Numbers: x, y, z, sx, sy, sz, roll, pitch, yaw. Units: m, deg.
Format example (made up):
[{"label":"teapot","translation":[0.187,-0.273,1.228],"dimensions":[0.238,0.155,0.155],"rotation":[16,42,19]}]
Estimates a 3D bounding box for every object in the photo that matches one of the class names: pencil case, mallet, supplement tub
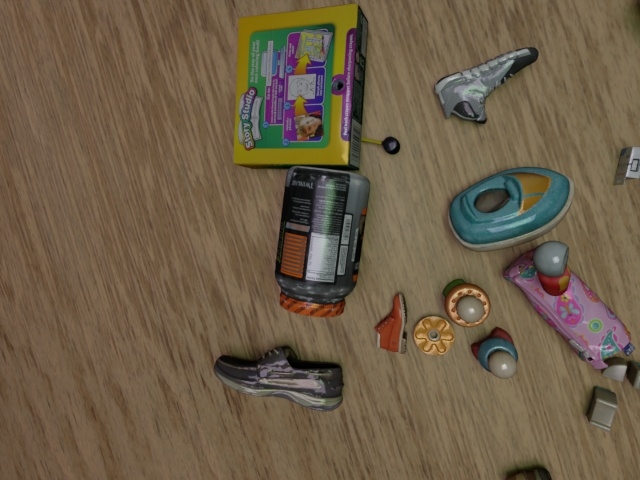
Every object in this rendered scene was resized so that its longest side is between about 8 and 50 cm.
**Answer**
[{"label":"pencil case","translation":[0.555,0.146,0.916],"dimensions":[0.124,0.124,0.284],"rotation":[-42,84,12]},{"label":"mallet","translation":[0.114,-0.256,1.033],"dimensions":[0.189,0.062,0.039],"rotation":[18,99,26]},{"label":"supplement tub","translation":[0.000,0.000,0.985],"dimensions":[0.206,0.207,0.339],"rotation":[9,97,12]}]

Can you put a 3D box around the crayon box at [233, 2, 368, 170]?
[{"label":"crayon box","translation":[-0.054,-0.363,1.005],"dimensions":[0.312,0.106,0.364],"rotation":[5,94,21]}]

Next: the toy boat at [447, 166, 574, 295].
[{"label":"toy boat","translation":[0.427,-0.038,0.853],"dimensions":[0.267,0.148,0.319],"rotation":[-26,47,15]}]

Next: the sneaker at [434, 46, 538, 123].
[{"label":"sneaker","translation":[0.393,-0.345,0.942],"dimensions":[0.228,0.086,0.132],"rotation":[-15,96,23]}]

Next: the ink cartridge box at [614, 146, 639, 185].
[{"label":"ink cartridge box","translation":[0.688,-0.163,0.900],"dimensions":[0.028,0.048,0.084],"rotation":[10,98,12]}]

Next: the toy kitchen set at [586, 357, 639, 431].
[{"label":"toy kitchen set","translation":[0.742,0.369,0.913],"dimensions":[0.207,0.122,0.166],"rotation":[15,98,31]}]

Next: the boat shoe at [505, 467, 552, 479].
[{"label":"boat shoe","translation":[0.529,0.718,0.975],"dimensions":[0.119,0.122,0.325],"rotation":[-14,83,18]}]

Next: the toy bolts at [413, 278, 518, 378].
[{"label":"toy bolts","translation":[0.348,0.237,0.949],"dimensions":[0.228,0.158,0.218],"rotation":[45,102,6]}]

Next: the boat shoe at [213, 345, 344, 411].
[{"label":"boat shoe","translation":[-0.106,0.347,1.088],"dimensions":[0.354,0.132,0.131],"rotation":[12,87,3]}]

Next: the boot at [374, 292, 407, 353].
[{"label":"boot","translation":[0.181,0.210,1.039],"dimensions":[0.084,0.059,0.158],"rotation":[4,96,17]}]
